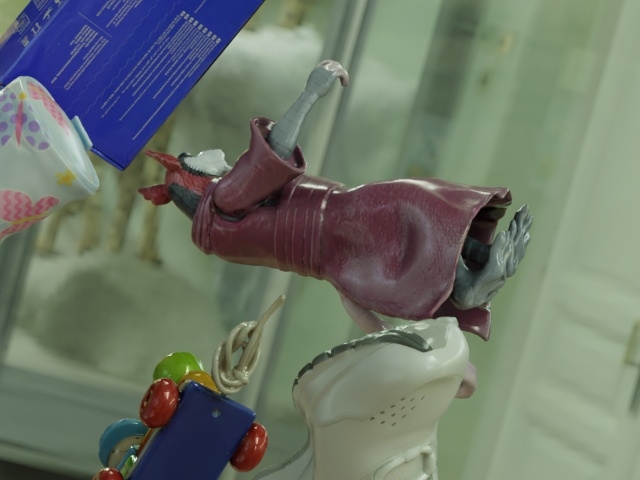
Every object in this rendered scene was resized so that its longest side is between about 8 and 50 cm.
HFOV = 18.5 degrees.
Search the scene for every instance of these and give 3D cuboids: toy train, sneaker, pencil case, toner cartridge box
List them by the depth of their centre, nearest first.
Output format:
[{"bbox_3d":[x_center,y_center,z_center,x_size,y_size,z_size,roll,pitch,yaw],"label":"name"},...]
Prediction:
[{"bbox_3d":[0.037,0.153,1.227,0.111,0.297,0.129,-12,58,-25],"label":"sneaker"},{"bbox_3d":[-0.312,-0.020,1.580,0.113,0.273,0.124,60,6,20],"label":"pencil case"},{"bbox_3d":[-0.101,0.128,1.605,0.105,0.248,0.143,28,10,-20],"label":"toy train"},{"bbox_3d":[-0.150,-0.251,1.892,0.165,0.348,0.075,36,9,-34],"label":"toner cartridge box"}]

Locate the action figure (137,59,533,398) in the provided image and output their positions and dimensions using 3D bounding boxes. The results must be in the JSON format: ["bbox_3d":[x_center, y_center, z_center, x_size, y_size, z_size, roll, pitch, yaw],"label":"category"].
[{"bbox_3d":[0.000,0.000,1.819,0.370,0.275,0.248,10,-21,12],"label":"action figure"}]
